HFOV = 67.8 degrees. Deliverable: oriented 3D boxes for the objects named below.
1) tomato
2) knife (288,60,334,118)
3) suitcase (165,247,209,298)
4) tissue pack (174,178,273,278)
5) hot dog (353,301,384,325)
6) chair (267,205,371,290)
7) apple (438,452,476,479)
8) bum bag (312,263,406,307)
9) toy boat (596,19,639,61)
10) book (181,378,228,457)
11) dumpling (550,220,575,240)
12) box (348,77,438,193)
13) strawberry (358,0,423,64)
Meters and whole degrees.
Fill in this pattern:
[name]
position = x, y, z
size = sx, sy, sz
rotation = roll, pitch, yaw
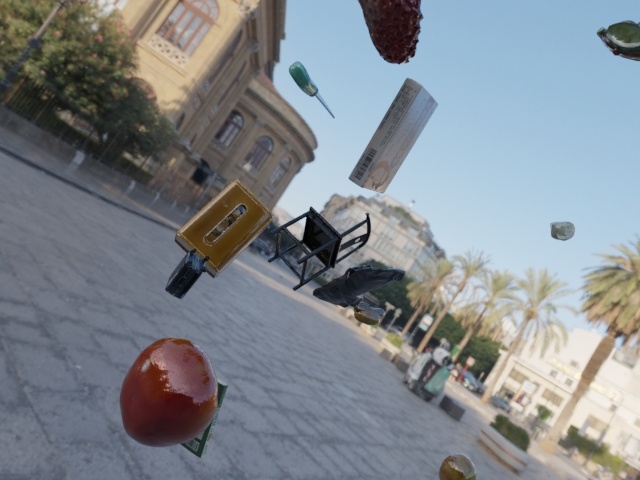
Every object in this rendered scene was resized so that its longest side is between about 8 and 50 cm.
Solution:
[tomato]
position = -0.365, 0.360, 1.126
size = 0.259, 0.260, 0.180
rotation = 30, 8, 33
[knife]
position = -0.016, -0.351, 1.126
size = 0.063, 0.034, 0.260
rotation = 61, 12, 13
[suitcase]
position = -0.358, 0.091, 1.276
size = 0.059, 0.126, 0.086
rotation = 35, 19, -19
[tissue pack]
position = -0.322, -0.042, 1.592
size = 0.194, 0.274, 0.145
rotation = 43, -21, -2
[hot dog]
position = 0.178, 0.267, 1.735
size = 0.140, 0.060, 0.090
rotation = 28, 22, -33
[chair]
position = 0.000, 0.000, 1.316
size = 0.141, 0.260, 0.155
rotation = 45, -32, 23
[apple]
position = 0.299, 0.509, 1.035
size = 0.084, 0.084, 0.071
rotation = 38, -1, -43
[bum bag]
position = 0.091, 0.110, 1.196
size = 0.123, 0.060, 0.248
rotation = 21, -40, -34
[toy boat]
position = 0.745, -0.481, 1.148
size = 0.071, 0.089, 0.185
rotation = 11, 31, -49
[book]
position = -0.440, 0.583, 1.656
size = 0.202, 0.264, 0.027
rotation = 19, 2, 30
[dumpling]
position = 0.680, -0.027, 1.341
size = 0.057, 0.052, 0.076
rotation = 2, 6, 8
[box]
position = 0.240, -0.324, 1.542
size = 0.069, 0.353, 0.214
rotation = 38, 16, 22
[strawberry]
position = 0.205, -0.720, 1.520
size = 0.265, 0.149, 0.336
rotation = 51, -19, 51
